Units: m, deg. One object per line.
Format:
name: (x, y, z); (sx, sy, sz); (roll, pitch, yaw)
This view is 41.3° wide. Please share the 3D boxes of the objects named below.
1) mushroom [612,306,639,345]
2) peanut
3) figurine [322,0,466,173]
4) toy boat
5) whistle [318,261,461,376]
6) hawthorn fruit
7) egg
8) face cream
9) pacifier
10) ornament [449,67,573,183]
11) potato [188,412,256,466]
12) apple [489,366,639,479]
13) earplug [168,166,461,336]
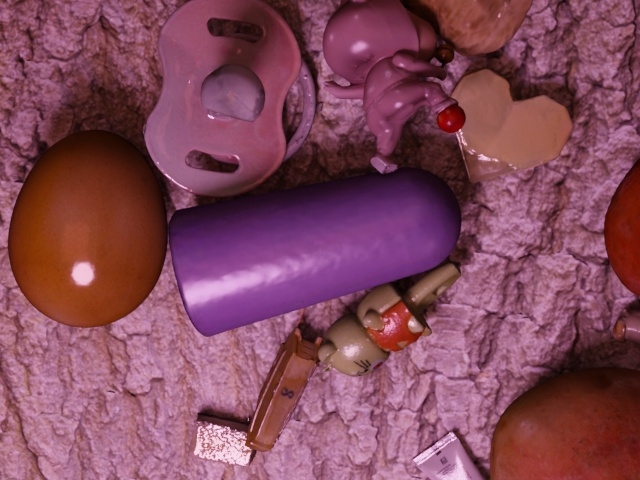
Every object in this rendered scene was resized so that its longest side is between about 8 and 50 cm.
mushroom: (0.645, 0.154, 1.343); (0.351, 0.109, 0.097); (6, 115, 6)
peanut: (0.209, -0.391, 1.307); (0.233, 0.110, 0.196); (37, 144, 6)
figurine: (0.113, -0.260, 1.327); (0.186, 0.176, 0.287); (-13, 67, -23)
toy boat: (-0.066, 0.257, 1.451); (0.068, 0.088, 0.226); (24, 93, -17)
whistle: (0.114, 0.134, 1.404); (0.288, 0.131, 0.106); (-37, 63, 10)
hawthorn fruit: (0.580, -0.021, 1.240); (0.295, 0.311, 0.295); (-4, 98, -25)
egg: (-0.373, -0.019, 1.383); (0.250, 0.250, 0.322); (8, 89, 6)
face cream: (0.269, 0.449, 1.460); (0.092, 0.058, 0.243); (-40, 85, 16)
pacifier: (-0.150, -0.228, 1.350); (0.220, 0.273, 0.332); (14, 98, 22)
ornament: (0.289, -0.170, 1.377); (0.201, 0.059, 0.180); (27, 103, 1)
potato: (-0.170, 0.353, 1.499); (0.122, 0.061, 0.086); (10, 97, 5)
apple: (0.433, 0.362, 1.309); (0.338, 0.305, 0.338); (-1, 94, -7)
earplug: (0.000, 0.000, 1.367); (0.456, 0.215, 0.215); (-14, 95, 5)
